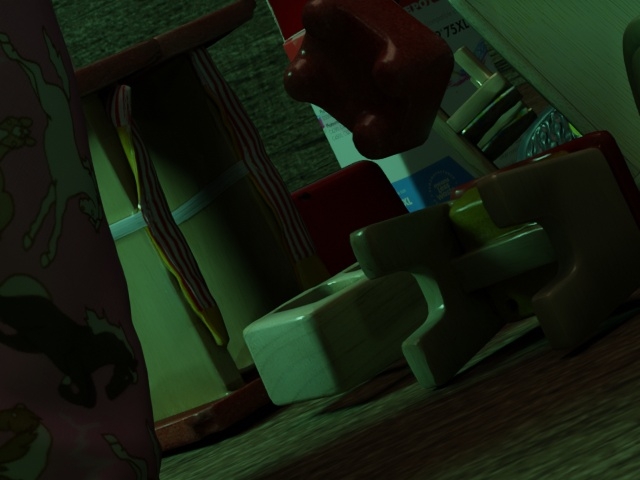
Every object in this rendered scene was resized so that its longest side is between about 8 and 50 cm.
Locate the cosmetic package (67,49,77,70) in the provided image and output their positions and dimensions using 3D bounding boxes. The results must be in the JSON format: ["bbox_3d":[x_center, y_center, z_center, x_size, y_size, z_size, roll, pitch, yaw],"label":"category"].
[{"bbox_3d":[-0.145,0.000,1.127,0.060,0.239,0.099,-27,4,-29],"label":"cosmetic package"}]

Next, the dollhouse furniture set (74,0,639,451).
[{"bbox_3d":[-0.001,-0.032,0.935,0.152,0.201,0.374,-29,5,-39],"label":"dollhouse furniture set"}]

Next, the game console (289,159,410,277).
[{"bbox_3d":[0.000,0.000,1.326,0.144,0.085,0.124,-24,5,14],"label":"game console"}]

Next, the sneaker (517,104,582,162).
[{"bbox_3d":[0.233,-0.088,1.303,0.209,0.069,0.082,-34,-35,23],"label":"sneaker"}]

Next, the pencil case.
[{"bbox_3d":[-0.171,-0.032,0.755,0.167,0.386,0.160,-16,2,-18],"label":"pencil case"}]

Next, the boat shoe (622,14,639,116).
[{"bbox_3d":[0.183,-0.032,0.558,0.103,0.113,0.302,-25,15,-7],"label":"boat shoe"}]

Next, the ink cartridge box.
[{"bbox_3d":[0.065,-0.129,1.536,0.134,0.231,0.078,-29,5,-36],"label":"ink cartridge box"}]

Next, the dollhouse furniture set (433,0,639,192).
[{"bbox_3d":[0.181,-0.102,1.150,0.212,0.161,0.242,-45,-14,6],"label":"dollhouse furniture set"}]
